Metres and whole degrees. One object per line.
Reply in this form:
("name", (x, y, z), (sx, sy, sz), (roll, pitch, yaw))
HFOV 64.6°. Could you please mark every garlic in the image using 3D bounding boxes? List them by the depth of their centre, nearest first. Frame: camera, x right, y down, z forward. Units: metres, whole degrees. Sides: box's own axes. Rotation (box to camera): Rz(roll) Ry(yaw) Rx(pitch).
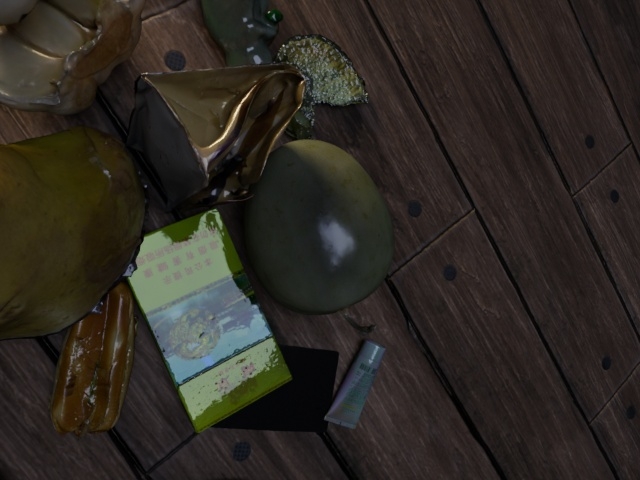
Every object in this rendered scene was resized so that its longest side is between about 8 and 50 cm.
("garlic", (-0.379, -0.322, 0.752), (0.203, 0.185, 0.281), (33, 96, 0))

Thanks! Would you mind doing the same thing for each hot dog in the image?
("hot dog", (-0.350, 0.179, 0.794), (0.109, 0.072, 0.270), (13, 84, -25))

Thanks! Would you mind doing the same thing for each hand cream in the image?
("hand cream", (0.073, 0.283, 1.000), (0.076, 0.047, 0.174), (26, 86, -24))

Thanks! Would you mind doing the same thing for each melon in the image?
("melon", (-0.003, -0.016, 0.860), (0.271, 0.271, 0.309), (0, 93, -24))

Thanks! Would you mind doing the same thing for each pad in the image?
("pad", (-0.092, 0.272, 0.943), (0.264, 0.009, 0.160), (13, 82, -25))

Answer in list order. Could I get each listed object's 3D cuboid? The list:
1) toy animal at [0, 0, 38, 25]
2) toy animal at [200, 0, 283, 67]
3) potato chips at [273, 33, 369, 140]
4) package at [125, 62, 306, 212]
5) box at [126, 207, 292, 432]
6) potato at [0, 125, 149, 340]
("toy animal", (-0.402, -0.347, 0.597), (0.179, 0.138, 0.166), (56, 31, 8))
("toy animal", (-0.133, -0.339, 0.902), (0.125, 0.127, 0.252), (-18, 108, -42))
("potato chips", (-0.012, -0.295, 0.992), (0.202, 0.029, 0.220), (42, 70, -17))
("package", (-0.160, -0.124, 0.760), (0.221, 0.311, 0.165), (-13, 92, -25))
("box", (-0.197, 0.131, 0.869), (0.186, 0.047, 0.335), (-25, 95, -24))
("potato", (-0.405, -0.029, 0.626), (0.396, 0.296, 0.290), (-29, 83, -19))
